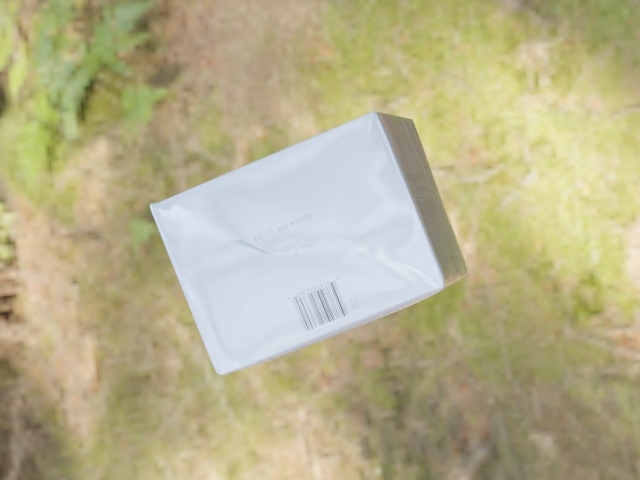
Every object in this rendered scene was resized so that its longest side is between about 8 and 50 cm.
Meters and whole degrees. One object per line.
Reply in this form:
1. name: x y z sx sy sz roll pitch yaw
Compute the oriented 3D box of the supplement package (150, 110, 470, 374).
1. supplement package: 0.000 0.000 1.418 0.203 0.194 0.149 -12 -99 -79
